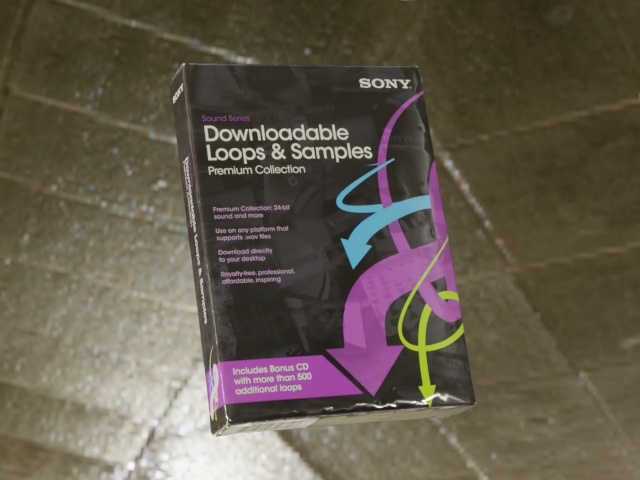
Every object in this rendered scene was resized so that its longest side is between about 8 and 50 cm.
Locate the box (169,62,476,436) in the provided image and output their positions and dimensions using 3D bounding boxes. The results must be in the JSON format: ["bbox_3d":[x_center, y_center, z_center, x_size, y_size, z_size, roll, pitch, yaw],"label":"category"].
[{"bbox_3d":[0.000,0.000,0.642,0.116,0.162,0.029,-2,162,-22],"label":"box"}]
